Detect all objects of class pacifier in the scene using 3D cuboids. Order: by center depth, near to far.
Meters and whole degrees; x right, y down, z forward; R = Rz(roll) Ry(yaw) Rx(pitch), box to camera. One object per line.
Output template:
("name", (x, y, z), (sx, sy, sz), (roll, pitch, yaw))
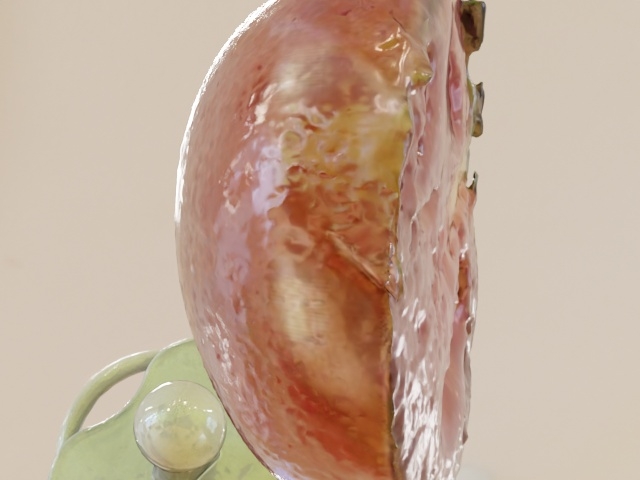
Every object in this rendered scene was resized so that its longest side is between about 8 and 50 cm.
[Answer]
("pacifier", (-0.133, 0.186, 1.397), (0.287, 0.238, 0.226), (-40, -16, -21))

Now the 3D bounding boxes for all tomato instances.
("tomato", (-0.004, -0.004, 0.872), (0.176, 0.290, 0.335), (2, -66, 11))
